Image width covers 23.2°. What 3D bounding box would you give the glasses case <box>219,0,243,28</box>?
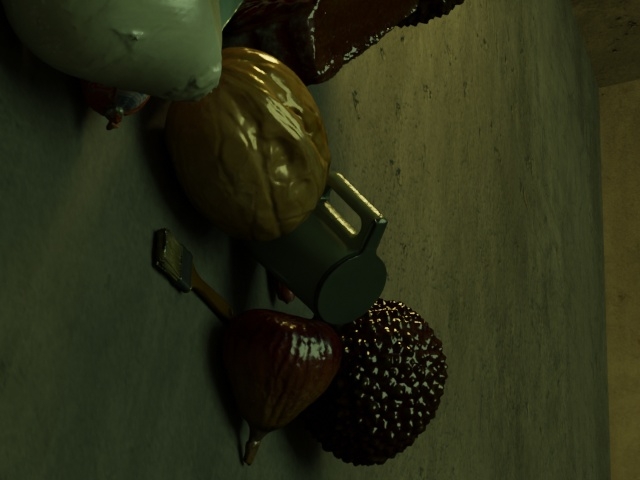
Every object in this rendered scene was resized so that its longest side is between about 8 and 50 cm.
[{"bbox_3d":[-0.129,-0.265,1.619,0.266,0.056,0.105,-65,155,-59],"label":"glasses case"}]

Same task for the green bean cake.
[{"bbox_3d":[-0.004,-0.249,1.740,0.097,0.198,0.233,70,26,-20],"label":"green bean cake"}]

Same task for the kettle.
[{"bbox_3d":[0.002,0.004,1.620,0.148,0.127,0.098,43,-4,43],"label":"kettle"}]

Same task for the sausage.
[{"bbox_3d":[-0.180,-0.202,1.400,0.071,0.071,0.234,48,35,-56],"label":"sausage"}]

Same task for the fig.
[{"bbox_3d":[-0.052,0.134,1.542,0.153,0.119,0.119,-62,143,-24],"label":"fig"}]

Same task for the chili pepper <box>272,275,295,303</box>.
[{"bbox_3d":[-0.032,-0.062,1.747,0.071,0.063,0.272,16,74,-57],"label":"chili pepper"}]

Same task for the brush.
[{"bbox_3d":[-0.119,0.042,1.521,0.170,0.014,0.043,51,35,-55],"label":"brush"}]

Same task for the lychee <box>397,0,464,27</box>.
[{"bbox_3d":[0.081,-0.407,1.967,0.267,0.267,0.268,-11,90,-71],"label":"lychee"}]

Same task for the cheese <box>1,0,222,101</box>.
[{"bbox_3d":[-0.169,-0.216,1.273,0.154,0.189,0.198,146,-59,-65],"label":"cheese"}]

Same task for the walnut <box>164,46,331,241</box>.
[{"bbox_3d":[-0.071,-0.094,1.526,0.159,0.159,0.207,-82,153,-44],"label":"walnut"}]

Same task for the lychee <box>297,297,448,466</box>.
[{"bbox_3d":[0.051,0.156,1.706,0.188,0.188,0.188,-11,90,-71],"label":"lychee"}]
